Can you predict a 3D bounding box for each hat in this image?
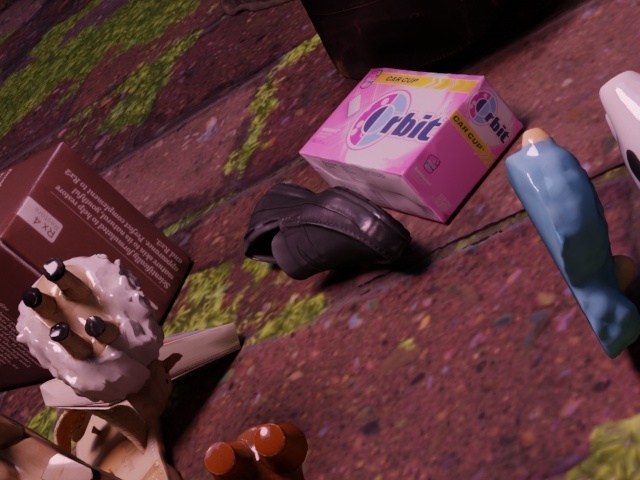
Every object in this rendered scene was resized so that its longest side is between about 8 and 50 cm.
[{"bbox_3d":[0.076,-0.234,1.063,0.331,0.134,0.331,-15,27,7],"label":"hat"}]

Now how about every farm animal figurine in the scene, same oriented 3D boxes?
[{"bbox_3d":[-0.149,0.219,0.713,0.327,0.172,0.330,40,84,20],"label":"farm animal figurine"}]

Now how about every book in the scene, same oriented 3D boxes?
[{"bbox_3d":[-0.153,0.105,0.950,0.144,0.035,0.096,-19,5,-44],"label":"book"}]

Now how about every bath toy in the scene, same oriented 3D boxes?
[{"bbox_3d":[0.280,-0.069,0.598,0.348,0.151,0.129,-32,69,18],"label":"bath toy"}]

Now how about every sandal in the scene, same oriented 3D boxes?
[{"bbox_3d":[-0.182,0.168,0.930,0.088,0.079,0.240,-47,28,-5],"label":"sandal"}]

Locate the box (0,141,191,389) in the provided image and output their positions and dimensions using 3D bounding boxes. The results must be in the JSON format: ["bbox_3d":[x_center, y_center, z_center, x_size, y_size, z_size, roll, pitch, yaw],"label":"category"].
[{"bbox_3d":[-0.341,0.047,1.187,0.381,0.191,0.143,-14,40,43],"label":"box"}]

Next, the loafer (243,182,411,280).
[{"bbox_3d":[0.000,0.000,0.931,0.078,0.076,0.223,-57,25,-12],"label":"loafer"}]

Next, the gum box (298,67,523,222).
[{"bbox_3d":[0.070,-0.087,0.960,0.107,0.062,0.188,-50,28,-11],"label":"gum box"}]
